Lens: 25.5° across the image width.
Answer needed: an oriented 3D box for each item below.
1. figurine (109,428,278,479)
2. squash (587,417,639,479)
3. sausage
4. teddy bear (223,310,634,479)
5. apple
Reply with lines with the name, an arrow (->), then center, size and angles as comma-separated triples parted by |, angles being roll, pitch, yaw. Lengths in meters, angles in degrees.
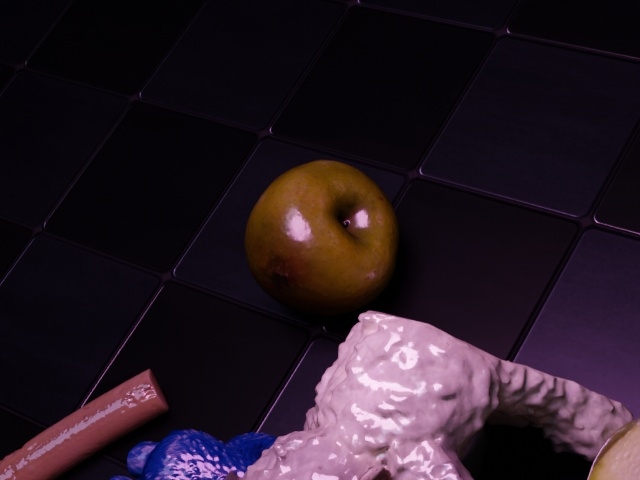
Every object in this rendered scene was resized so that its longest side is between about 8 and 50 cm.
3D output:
figurine -> -0.118, 0.277, 1.589 | 0.262, 0.121, 0.164 | -8, 49, 16
squash -> 0.371, 0.280, 1.367 | 0.220, 0.133, 0.220 | -7, 55, 11
sausage -> -0.323, 0.261, 1.734 | 0.301, 0.066, 0.066 | -31, 49, -3
teddy bear -> 0.072, 0.264, 1.410 | 0.327, 0.375, 0.362 | 14, 80, 54
apple -> 0.000, 0.000, 1.704 | 0.157, 0.196, 0.196 | -24, 41, 48
